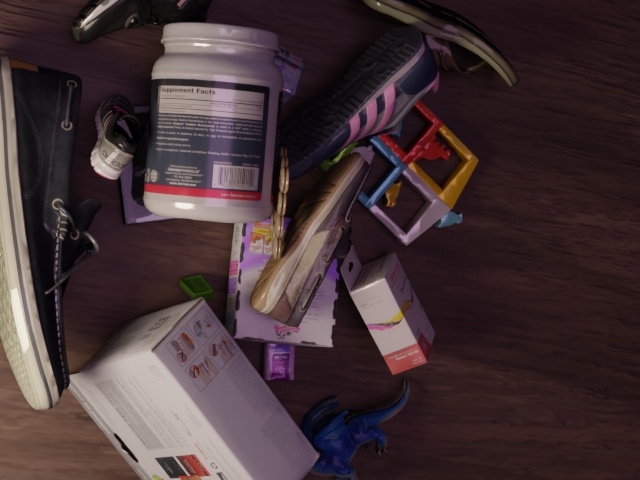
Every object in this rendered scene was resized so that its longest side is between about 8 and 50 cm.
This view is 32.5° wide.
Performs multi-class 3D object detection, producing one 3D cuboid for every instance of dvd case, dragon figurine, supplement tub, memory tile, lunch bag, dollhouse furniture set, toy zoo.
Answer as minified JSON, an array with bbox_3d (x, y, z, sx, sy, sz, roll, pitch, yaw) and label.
[{"bbox_3d":[-0.195,-0.126,1.697,0.238,0.029,0.179,-7,98,-17],"label":"dvd case"},{"bbox_3d":[0.027,0.309,1.784,0.144,0.085,0.289,44,83,-17],"label":"dragon figurine"},{"bbox_3d":[-0.153,-0.167,1.591,0.191,0.191,0.272,4,93,-18],"label":"supplement tub"},{"bbox_3d":[-0.061,-0.056,1.611,0.012,0.113,0.148,4,118,-7],"label":"memory tile"},{"bbox_3d":[-0.068,-0.267,1.708,0.071,0.053,0.083,27,59,-19],"label":"lunch bag"},{"bbox_3d":[-0.195,0.136,1.728,0.076,0.058,0.152,-13,119,-23],"label":"dollhouse furniture set"},{"bbox_3d":[0.129,-0.129,1.799,0.293,0.030,0.192,42,83,-17],"label":"toy zoo"}]

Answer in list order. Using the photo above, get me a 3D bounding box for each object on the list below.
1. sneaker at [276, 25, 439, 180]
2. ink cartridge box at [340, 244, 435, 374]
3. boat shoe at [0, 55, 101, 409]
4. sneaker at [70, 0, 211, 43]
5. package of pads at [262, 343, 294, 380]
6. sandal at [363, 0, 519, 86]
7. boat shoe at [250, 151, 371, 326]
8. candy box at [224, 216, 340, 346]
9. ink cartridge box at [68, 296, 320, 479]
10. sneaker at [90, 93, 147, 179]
[{"bbox_3d":[0.058,-0.183,1.705,0.319,0.112,0.131,-39,135,1],"label":"sneaker"},{"bbox_3d":[0.109,0.099,1.766,0.067,0.115,0.198,-23,105,19],"label":"ink cartridge box"},{"bbox_3d":[-0.385,-0.015,1.549,0.156,0.187,0.500,-3,82,-24],"label":"boat shoe"},{"bbox_3d":[-0.230,-0.354,1.626,0.283,0.107,0.124,-38,111,-11],"label":"sneaker"},{"bbox_3d":[-0.068,0.184,1.769,0.050,0.032,0.083,1,95,-15],"label":"package of pads"},{"bbox_3d":[0.186,-0.325,1.769,0.302,0.120,0.086,24,114,-16],"label":"sandal"},{"bbox_3d":[0.000,0.000,1.662,0.092,0.103,0.285,35,77,-18],"label":"boat shoe"},{"bbox_3d":[-0.058,0.064,1.722,0.165,0.070,0.196,8,82,-19],"label":"candy box"},{"bbox_3d":[-0.202,0.263,1.659,0.309,0.272,0.130,56,48,-15],"label":"ink cartridge box"},{"bbox_3d":[-0.281,-0.161,1.568,0.063,0.170,0.075,36,121,-28],"label":"sneaker"}]
